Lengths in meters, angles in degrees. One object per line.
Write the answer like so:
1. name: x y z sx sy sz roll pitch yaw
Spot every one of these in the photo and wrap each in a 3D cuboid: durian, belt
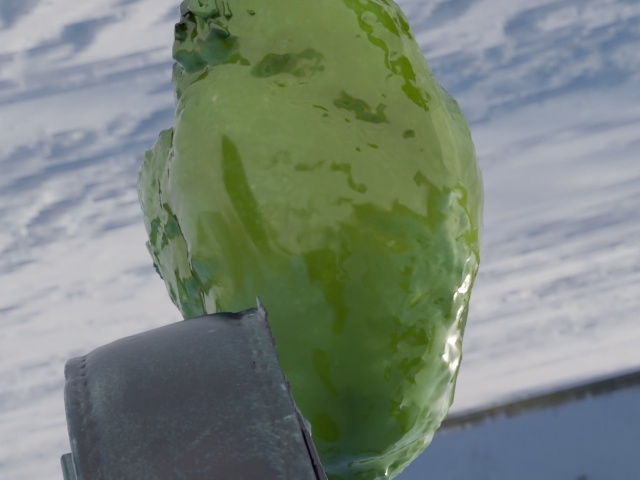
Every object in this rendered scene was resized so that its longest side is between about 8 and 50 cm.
1. durian: 0.000 0.000 1.090 0.204 0.339 0.256 -19 168 -33
2. belt: -0.034 0.157 0.661 0.116 0.267 0.206 -16 144 -5
